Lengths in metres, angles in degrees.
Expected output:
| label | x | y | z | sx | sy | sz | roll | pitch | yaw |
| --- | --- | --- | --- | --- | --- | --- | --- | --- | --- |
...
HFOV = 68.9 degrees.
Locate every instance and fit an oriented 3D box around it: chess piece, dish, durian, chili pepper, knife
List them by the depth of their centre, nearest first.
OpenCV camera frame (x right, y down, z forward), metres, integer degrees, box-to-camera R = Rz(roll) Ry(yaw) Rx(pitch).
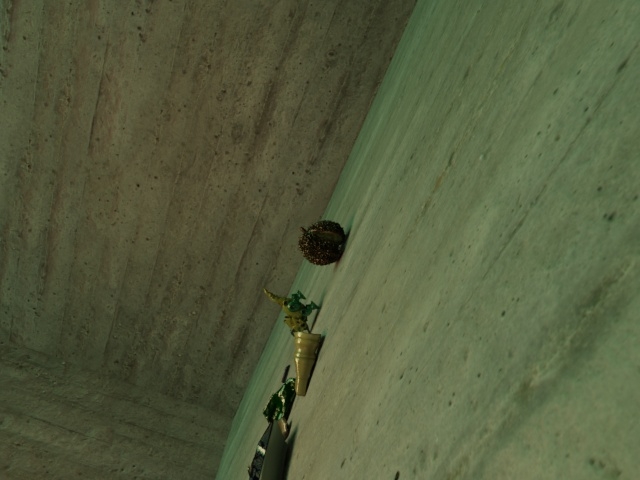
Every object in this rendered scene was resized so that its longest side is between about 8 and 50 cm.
| label | x | y | z | sx | sy | sz | roll | pitch | yaw |
| --- | --- | --- | --- | --- | --- | --- | --- | --- | --- |
| dish | -0.155 | 0.683 | 1.374 | 0.243 | 0.080 | 0.182 | -79 | 11 | -50 |
| chess piece | -0.055 | 0.402 | 1.528 | 0.090 | 0.090 | 0.200 | 134 | 145 | -75 |
| knife | -0.174 | 0.726 | 1.611 | 0.089 | 0.043 | 0.365 | 58 | 134 | 37 |
| chili pepper | -0.134 | 0.584 | 1.647 | 0.108 | 0.062 | 0.216 | 33 | 100 | 50 |
| durian | 0.000 | 0.000 | 1.849 | 0.167 | 0.196 | 0.196 | -56 | 13 | 43 |

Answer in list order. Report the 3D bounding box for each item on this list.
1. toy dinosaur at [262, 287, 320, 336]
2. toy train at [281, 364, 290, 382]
| label | x | y | z | sx | sy | sz | roll | pitch | yaw |
| --- | --- | --- | --- | --- | --- | --- | --- | --- | --- |
| toy dinosaur | -0.112 | 0.257 | 1.834 | 0.153 | 0.259 | 0.094 | -42 | 5 | -9 |
| toy train | -0.150 | 0.574 | 2.014 | 0.017 | 0.017 | 0.083 | 121 | 170 | -52 |
